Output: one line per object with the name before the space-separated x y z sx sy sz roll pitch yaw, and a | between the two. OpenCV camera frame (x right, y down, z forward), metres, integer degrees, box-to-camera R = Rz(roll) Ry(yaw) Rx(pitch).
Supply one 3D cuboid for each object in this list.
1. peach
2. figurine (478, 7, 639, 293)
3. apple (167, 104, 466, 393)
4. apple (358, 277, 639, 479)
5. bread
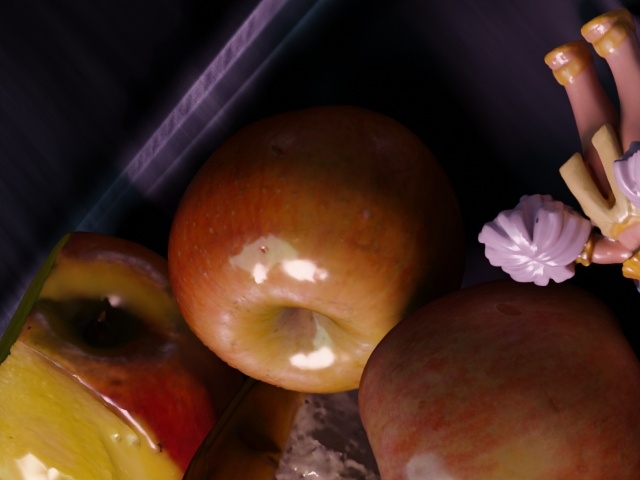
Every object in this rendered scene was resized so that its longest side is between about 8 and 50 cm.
peach | -0.214 0.173 1.428 0.306 0.242 0.380 33 137 -4
figurine | 0.191 -0.005 0.733 0.240 0.116 0.175 57 150 3
apple | 0.000 0.000 0.957 0.210 0.173 0.235 25 144 -22
apple | 0.120 0.116 0.841 0.188 0.174 0.188 -23 -90 -84
bread | -0.007 0.229 1.144 0.225 0.279 0.250 26 150 -7
